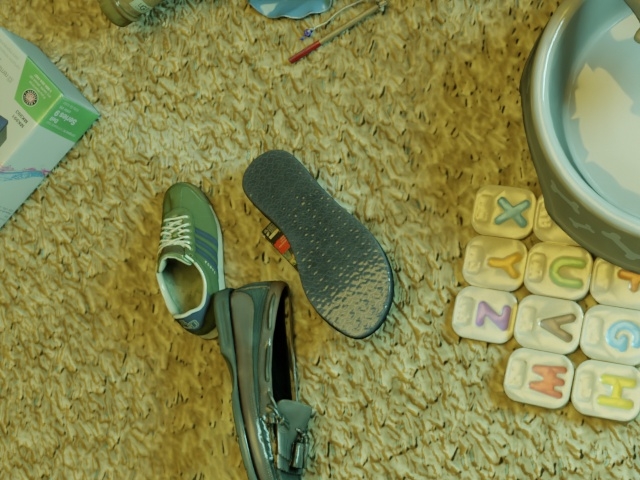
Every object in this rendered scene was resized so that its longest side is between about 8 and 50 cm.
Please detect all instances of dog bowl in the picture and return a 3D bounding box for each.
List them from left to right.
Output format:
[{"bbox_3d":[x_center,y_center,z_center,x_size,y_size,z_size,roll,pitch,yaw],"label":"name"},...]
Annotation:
[{"bbox_3d":[0.361,-0.137,1.144,0.348,0.102,0.349,-2,80,12],"label":"dog bowl"}]

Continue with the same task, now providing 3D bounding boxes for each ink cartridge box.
[{"bbox_3d":[-0.408,-0.137,1.466,0.212,0.093,0.154,-48,68,8],"label":"ink cartridge box"}]

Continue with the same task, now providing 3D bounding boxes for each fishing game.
[{"bbox_3d":[-0.027,-0.354,1.395,0.189,0.041,0.264,-28,71,16],"label":"fishing game"}]

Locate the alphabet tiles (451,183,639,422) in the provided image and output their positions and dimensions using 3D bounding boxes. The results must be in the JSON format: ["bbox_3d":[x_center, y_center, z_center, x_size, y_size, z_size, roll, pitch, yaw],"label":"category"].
[{"bbox_3d":[0.279,0.037,1.208,0.278,0.021,0.284,9,82,22],"label":"alphabet tiles"}]

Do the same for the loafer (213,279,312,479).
[{"bbox_3d":[-0.050,0.168,1.270,0.084,0.096,0.267,-18,71,10],"label":"loafer"}]

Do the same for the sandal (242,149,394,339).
[{"bbox_3d":[0.005,0.000,1.294,0.097,0.054,0.254,-34,61,4],"label":"sandal"}]

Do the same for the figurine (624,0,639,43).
[{"bbox_3d":[0.318,-0.289,1.073,0.209,0.092,0.215,38,91,13],"label":"figurine"}]

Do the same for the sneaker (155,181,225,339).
[{"bbox_3d":[-0.154,0.015,1.341,0.064,0.086,0.192,-17,73,17],"label":"sneaker"}]

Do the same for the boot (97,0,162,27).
[{"bbox_3d":[-0.156,-0.402,1.414,0.269,0.089,0.236,-22,74,21],"label":"boot"}]

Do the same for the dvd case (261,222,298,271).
[{"bbox_3d":[0.000,0.000,1.326,0.087,0.013,0.119,-48,67,6],"label":"dvd case"}]
